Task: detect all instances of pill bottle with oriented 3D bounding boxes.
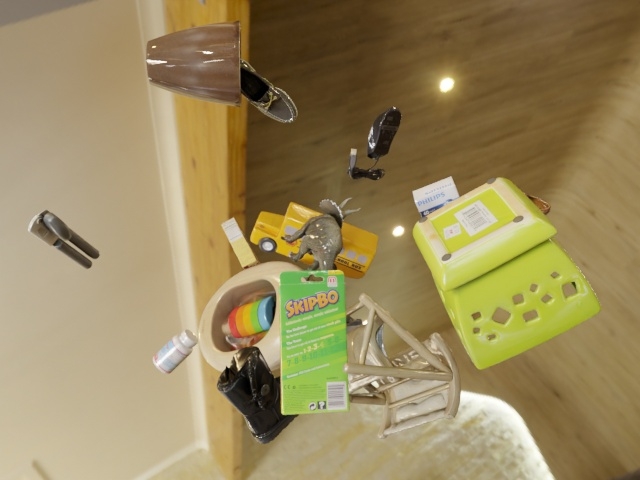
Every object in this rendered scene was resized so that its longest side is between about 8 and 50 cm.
[{"bbox_3d":[-0.515,0.395,2.355,0.160,0.087,0.087,-44,-27,8],"label":"pill bottle"}]

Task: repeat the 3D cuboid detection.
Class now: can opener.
[{"bbox_3d":[-0.704,0.006,1.831,0.074,0.093,0.280,-53,-24,-14],"label":"can opener"}]

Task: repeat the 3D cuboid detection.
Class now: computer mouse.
[{"bbox_3d":[0.162,-0.322,2.170,0.184,0.060,0.261,-10,-55,-41],"label":"computer mouse"}]

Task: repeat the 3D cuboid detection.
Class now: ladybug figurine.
[{"bbox_3d":[-0.143,0.218,1.769,0.450,0.304,0.162,-16,-30,40],"label":"ladybug figurine"}]

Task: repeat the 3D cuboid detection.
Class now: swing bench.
[{"bbox_3d":[0.111,0.263,1.323,0.255,0.165,0.253,27,-35,-17],"label":"swing bench"}]

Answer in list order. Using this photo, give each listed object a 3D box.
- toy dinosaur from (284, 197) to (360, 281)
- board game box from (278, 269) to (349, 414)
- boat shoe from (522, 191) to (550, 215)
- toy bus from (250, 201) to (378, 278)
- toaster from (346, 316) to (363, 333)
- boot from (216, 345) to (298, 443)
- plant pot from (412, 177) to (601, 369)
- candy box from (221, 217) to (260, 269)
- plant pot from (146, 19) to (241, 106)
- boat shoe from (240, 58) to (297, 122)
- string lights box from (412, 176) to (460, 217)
[{"bbox_3d":[0.000,0.000,1.637,0.121,0.313,0.160,38,-62,-19],"label":"toy dinosaur"},{"bbox_3d":[-0.014,0.185,1.217,0.124,0.259,0.039,-1,-5,-9],"label":"board game box"},{"bbox_3d":[0.603,-0.119,1.977,0.060,0.178,0.064,73,-147,-80],"label":"boat shoe"},{"bbox_3d":[-0.018,-0.004,1.833,0.108,0.333,0.130,-75,7,-55],"label":"toy bus"},{"bbox_3d":[0.018,0.302,1.941,0.227,0.146,0.129,-1,2,-29],"label":"toaster"},{"bbox_3d":[-0.106,0.317,1.518,0.246,0.094,0.207,-43,-56,-28],"label":"boot"},{"bbox_3d":[0.294,0.037,1.108,0.227,0.228,0.207,-29,-62,8],"label":"plant pot"},{"bbox_3d":[-0.248,0.029,2.111,0.053,0.186,0.109,-28,-31,-2],"label":"candy box"},{"bbox_3d":[-0.318,-0.449,1.674,0.231,0.215,0.215,-1,-35,-5],"label":"plant pot"},{"bbox_3d":[-0.156,-0.388,1.753,0.081,0.228,0.068,-46,17,18],"label":"boat shoe"},{"bbox_3d":[0.401,-0.057,2.085,0.134,0.076,0.259,-21,-65,13],"label":"string lights box"}]
